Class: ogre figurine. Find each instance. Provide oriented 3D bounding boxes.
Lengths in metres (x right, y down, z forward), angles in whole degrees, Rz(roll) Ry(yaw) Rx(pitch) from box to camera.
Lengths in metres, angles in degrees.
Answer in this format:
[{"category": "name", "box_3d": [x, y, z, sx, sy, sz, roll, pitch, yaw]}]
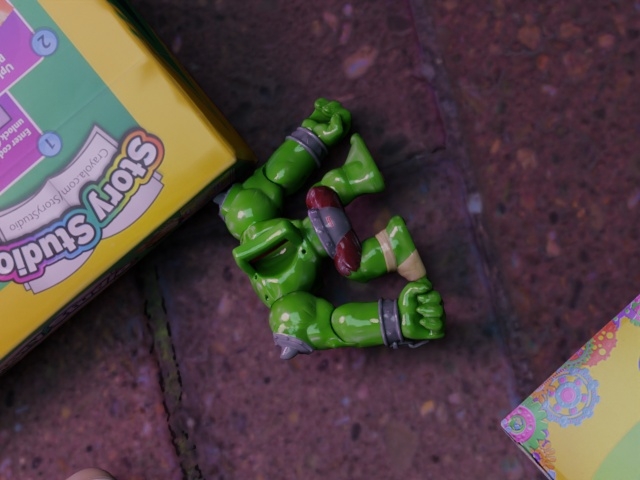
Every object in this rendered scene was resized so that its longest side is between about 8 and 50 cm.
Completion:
[{"category": "ogre figurine", "box_3d": [0.000, 0.000, 1.311, 0.118, 0.097, 0.197, -24, 82, -1]}]

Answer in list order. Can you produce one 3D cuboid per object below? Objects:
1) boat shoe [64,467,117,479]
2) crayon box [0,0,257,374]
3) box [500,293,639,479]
[{"category": "boat shoe", "box_3d": [-0.224, 0.296, 1.320, 0.302, 0.109, 0.098, -55, 32, 4]}, {"category": "crayon box", "box_3d": [-0.285, -0.063, 1.366, 0.363, 0.106, 0.313, -39, 89, 6]}, {"category": "box", "box_3d": [0.285, 0.170, 1.077, 0.177, 0.279, 0.290, -43, 69, 5]}]
